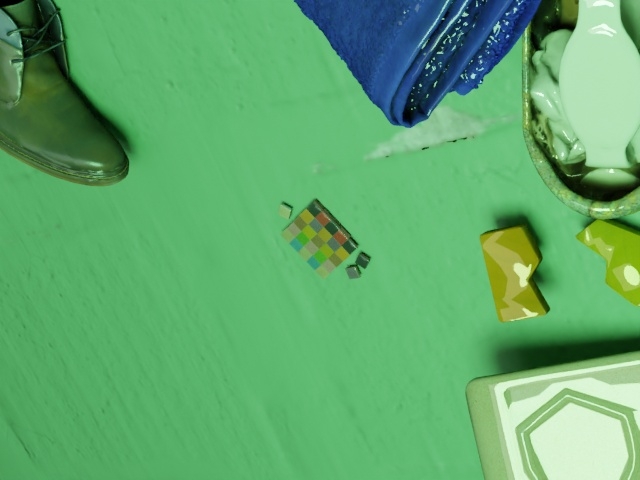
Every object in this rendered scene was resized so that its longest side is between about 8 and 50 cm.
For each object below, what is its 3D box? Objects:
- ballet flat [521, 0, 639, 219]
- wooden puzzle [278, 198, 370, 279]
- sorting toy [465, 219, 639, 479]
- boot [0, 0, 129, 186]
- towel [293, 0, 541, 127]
[{"bbox_3d":[0.152,-0.167,0.548,0.123,0.123,0.348,10,123,30],"label":"ballet flat"},{"bbox_3d":[0.000,0.000,0.830,0.083,0.006,0.049,47,133,1],"label":"wooden puzzle"},{"bbox_3d":[0.215,0.128,0.706,0.229,0.041,0.307,-12,93,22],"label":"sorting toy"},{"bbox_3d":[-0.235,-0.137,0.857,0.219,0.082,0.106,36,135,13],"label":"boot"},{"bbox_3d":[0.027,-0.238,0.549,0.308,0.076,0.227,57,134,31],"label":"towel"}]
